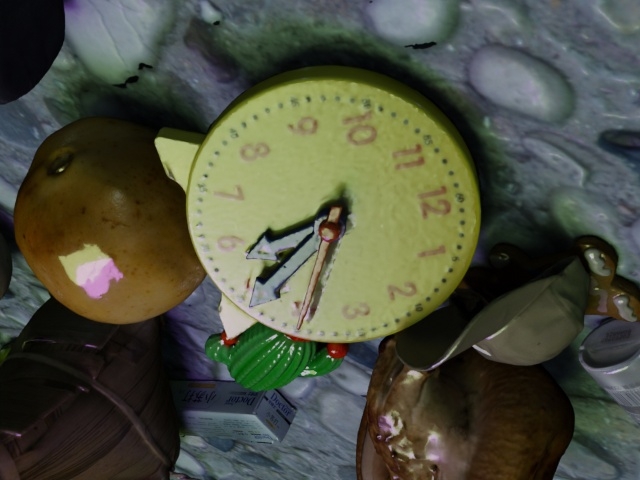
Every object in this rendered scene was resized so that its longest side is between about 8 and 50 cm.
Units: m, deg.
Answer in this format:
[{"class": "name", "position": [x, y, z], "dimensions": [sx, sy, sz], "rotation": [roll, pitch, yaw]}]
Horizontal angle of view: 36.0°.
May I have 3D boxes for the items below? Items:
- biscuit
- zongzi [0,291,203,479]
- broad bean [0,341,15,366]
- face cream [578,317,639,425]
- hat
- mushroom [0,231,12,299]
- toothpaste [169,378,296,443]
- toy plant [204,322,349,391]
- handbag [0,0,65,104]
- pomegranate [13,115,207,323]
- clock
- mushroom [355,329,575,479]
[{"class": "biscuit", "position": [0.230, 0.054, 1.036], "dimensions": [0.205, 0.031, 0.138], "rotation": [-6, 136, 44]}, {"class": "zongzi", "position": [-0.387, 0.354, 1.443], "dimensions": [0.218, 0.467, 0.500], "rotation": [17, 135, 25]}, {"class": "broad bean", "position": [-0.599, 0.234, 1.897], "dimensions": [0.065, 0.046, 0.254], "rotation": [27, 151, -13]}, {"class": "face cream", "position": [0.391, 0.188, 1.066], "dimensions": [0.269, 0.073, 0.107], "rotation": [42, 150, -23]}, {"class": "hat", "position": [0.173, 0.102, 0.964], "dimensions": [0.144, 0.173, 0.166], "rotation": [48, 144, -14]}, {"class": "mushroom", "position": [-0.571, 0.043, 1.442], "dimensions": [0.207, 0.215, 0.207], "rotation": [21, 141, 18]}, {"class": "toothpaste", "position": [-0.185, 0.282, 1.636], "dimensions": [0.313, 0.071, 0.089], "rotation": [-5, 134, 41]}, {"class": "toy plant", "position": [-0.045, 0.143, 1.320], "dimensions": [0.240, 0.088, 0.154], "rotation": [-21, 137, 38]}, {"class": "handbag", "position": [-0.354, -0.250, 0.889], "dimensions": [0.181, 0.181, 0.254], "rotation": [16, 144, 14]}, {"class": "pomegranate", "position": [-0.225, -0.022, 1.085], "dimensions": [0.233, 0.233, 0.233], "rotation": [19, 148, 13]}, {"class": "clock", "position": [0.006, -0.020, 0.923], "dimensions": [0.293, 0.071, 0.277], "rotation": [-18, 114, 13]}, {"class": "mushroom", "position": [0.132, 0.255, 1.159], "dimensions": [0.260, 0.345, 0.345], "rotation": [13, 155, -26]}]
